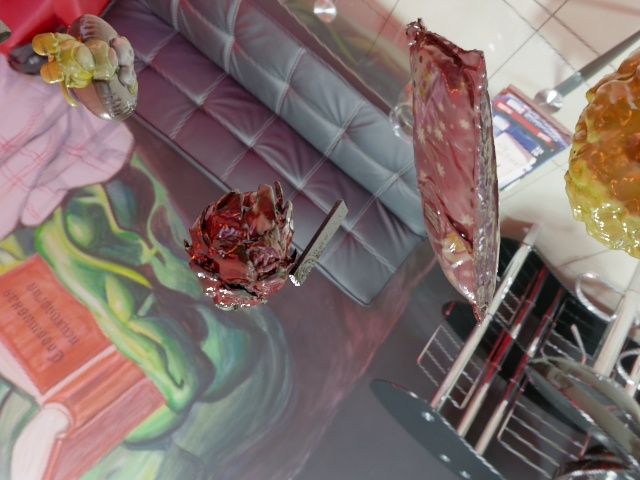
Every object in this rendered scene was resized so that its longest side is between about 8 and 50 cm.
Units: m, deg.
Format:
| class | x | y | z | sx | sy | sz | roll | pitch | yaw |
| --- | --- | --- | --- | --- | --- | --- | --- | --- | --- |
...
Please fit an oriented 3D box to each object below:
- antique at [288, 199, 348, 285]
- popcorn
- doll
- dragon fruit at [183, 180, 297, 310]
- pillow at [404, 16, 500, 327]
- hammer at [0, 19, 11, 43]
| class | x | y | z | sx | sy | sz | roll | pitch | yaw |
| --- | --- | --- | --- | --- | --- | --- | --- | --- | --- |
| antique | 0.000 | 0.000 | 0.887 | 0.015 | 0.192 | 0.031 | 1 | 135 | 40 |
| popcorn | 0.366 | -0.076 | 0.440 | 0.252 | 0.237 | 0.205 | 22 | 125 | 51 |
| doll | -0.311 | -0.231 | 0.694 | 0.096 | 0.188 | 0.145 | -14 | 123 | 9 |
| dragon fruit | -0.125 | 0.009 | 0.794 | 0.182 | 0.183 | 0.188 | 94 | 162 | -63 |
| pillow | 0.091 | -0.047 | 0.336 | 0.118 | 0.043 | 0.184 | -106 | 5 | -56 |
| hammer | -0.462 | -0.333 | 0.453 | 0.096 | 0.242 | 0.408 | 2 | 151 | 15 |
